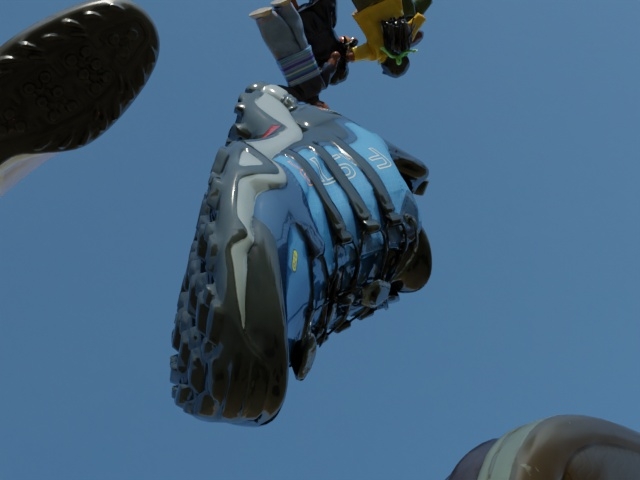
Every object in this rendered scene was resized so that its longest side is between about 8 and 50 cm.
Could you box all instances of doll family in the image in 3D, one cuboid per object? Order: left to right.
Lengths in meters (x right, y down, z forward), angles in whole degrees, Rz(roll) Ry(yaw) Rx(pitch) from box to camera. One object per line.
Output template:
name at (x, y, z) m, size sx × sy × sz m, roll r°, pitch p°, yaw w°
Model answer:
doll family at (0.022, -0.168, 1.277) m, size 0.193 × 0.076 × 0.111 m, roll -26°, pitch -71°, yaw -15°

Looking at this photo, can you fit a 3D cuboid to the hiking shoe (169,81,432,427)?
hiking shoe at (0.000, 0.000, 0.825) m, size 0.132 × 0.304 × 0.113 m, roll 15°, pitch -60°, yaw -3°

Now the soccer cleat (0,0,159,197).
soccer cleat at (-0.271, -0.093, 1.261) m, size 0.318 × 0.116 × 0.108 m, roll -42°, pitch -65°, yaw 0°

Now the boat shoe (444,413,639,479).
boat shoe at (0.105, 0.177, 0.539) m, size 0.123 × 0.123 × 0.342 m, roll -12°, pitch -38°, yaw 29°
